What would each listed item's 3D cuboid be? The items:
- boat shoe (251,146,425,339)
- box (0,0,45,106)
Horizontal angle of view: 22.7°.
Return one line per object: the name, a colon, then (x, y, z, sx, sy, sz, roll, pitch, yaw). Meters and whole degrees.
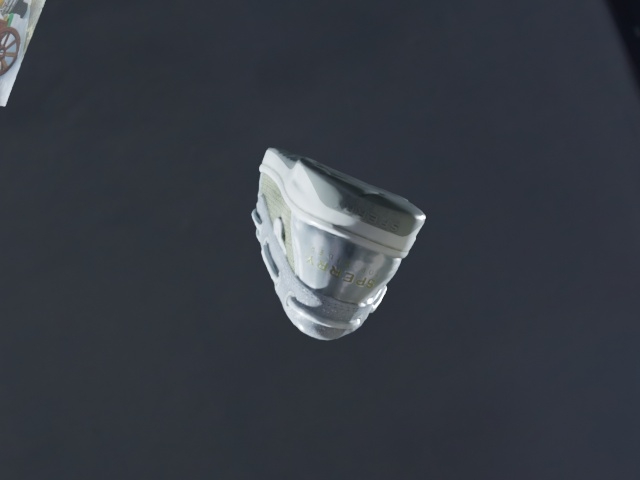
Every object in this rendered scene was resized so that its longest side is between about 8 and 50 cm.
boat shoe: (0.002, 0.001, 1.142, 0.118, 0.103, 0.320, 22, -178, -8)
box: (-0.206, -0.193, 0.920, 0.159, 0.044, 0.233, -6, 123, -64)
